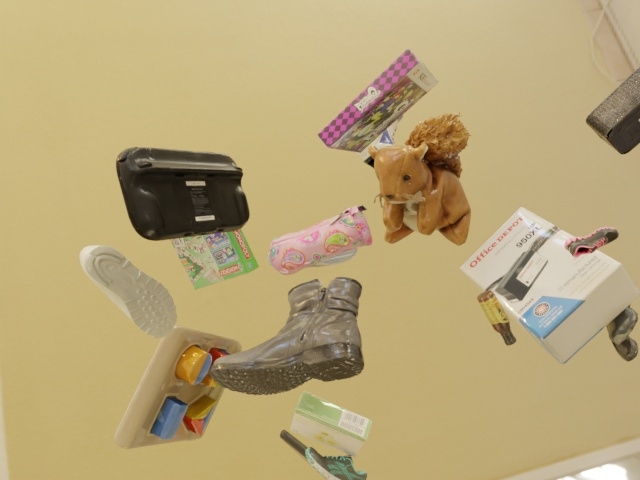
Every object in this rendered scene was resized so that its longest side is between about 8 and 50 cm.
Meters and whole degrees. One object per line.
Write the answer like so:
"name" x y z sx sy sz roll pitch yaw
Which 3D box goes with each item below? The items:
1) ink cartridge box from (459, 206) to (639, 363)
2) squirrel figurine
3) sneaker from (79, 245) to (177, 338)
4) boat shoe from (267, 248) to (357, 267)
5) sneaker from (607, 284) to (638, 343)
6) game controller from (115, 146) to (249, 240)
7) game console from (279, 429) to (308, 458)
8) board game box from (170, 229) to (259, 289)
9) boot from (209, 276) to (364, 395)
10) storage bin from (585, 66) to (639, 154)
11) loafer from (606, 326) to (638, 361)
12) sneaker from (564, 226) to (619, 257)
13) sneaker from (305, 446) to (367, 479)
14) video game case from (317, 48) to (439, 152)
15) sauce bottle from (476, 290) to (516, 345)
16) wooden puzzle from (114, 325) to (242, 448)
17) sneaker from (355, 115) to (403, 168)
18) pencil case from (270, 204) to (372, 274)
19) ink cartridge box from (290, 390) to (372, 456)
"ink cartridge box" 0.647 0.115 1.531 0.166 0.285 0.395 41 -174 -32
"squirrel figurine" 0.297 -0.209 1.599 0.370 0.281 0.396 39 -112 -46
"sneaker" -0.377 0.098 1.031 0.095 0.090 0.235 -1 130 50
"boat shoe" -0.026 0.040 1.761 0.094 0.303 0.109 67 -163 -79
"sneaker" 0.828 0.191 1.488 0.267 0.106 0.101 -49 -18 -50
"game controller" -0.246 -0.091 0.996 0.319 0.067 0.166 -11 -86 -62
"game console" 0.064 0.772 1.695 0.342 0.060 0.387 52 157 -25
"board game box" -0.326 0.020 1.526 0.317 0.046 0.213 -18 100 48
"boot" -0.066 0.204 1.141 0.118 0.339 0.222 73 -168 -46
"storage bin" 0.771 -0.318 1.284 0.122 0.180 0.084 24 -150 -36
"loafer" 0.882 0.291 1.541 0.061 0.062 0.170 37 -155 -5
"sneaker" 0.645 0.009 1.231 0.047 0.119 0.057 58 -159 -25
"sneaker" 0.039 0.525 1.213 0.166 0.076 0.065 41 160 -6
"video game case" 0.123 -0.270 1.056 0.041 0.232 0.210 53 -159 9
"sauce bottle" 0.398 0.174 1.170 0.128 0.042 0.042 59 177 -5
"wooden puzzle" -0.351 0.409 1.416 0.322 0.081 0.348 -65 -26 -8
"sneaker" 0.201 -0.333 1.772 0.182 0.315 0.127 53 135 -2
"pencil case" 0.000 0.000 1.430 0.124 0.284 0.124 49 -151 -39
"ink cartridge box" 0.014 0.462 1.246 0.235 0.171 0.056 103 -169 -47
